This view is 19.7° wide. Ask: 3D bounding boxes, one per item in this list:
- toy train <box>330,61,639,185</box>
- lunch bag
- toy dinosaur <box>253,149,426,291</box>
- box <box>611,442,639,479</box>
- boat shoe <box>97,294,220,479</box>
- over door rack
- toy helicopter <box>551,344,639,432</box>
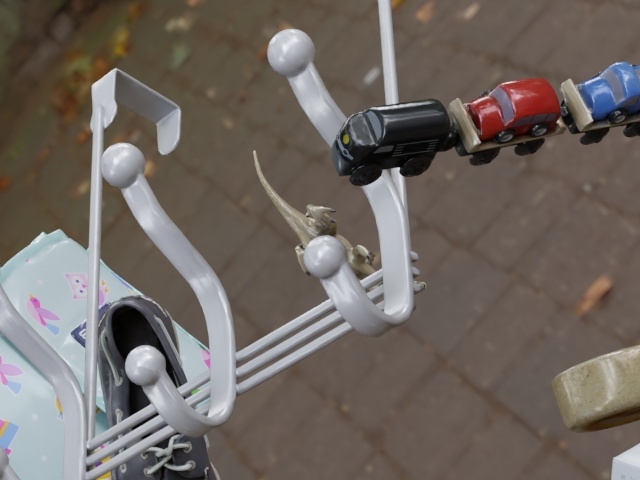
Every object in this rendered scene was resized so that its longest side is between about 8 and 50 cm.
[{"bbox_3d":[0.080,-0.052,0.760,0.036,0.158,0.027,111,142,-54],"label":"toy train"},{"bbox_3d":[-0.228,0.145,1.583,0.262,0.223,0.160,-50,-9,-15],"label":"lunch bag"},{"bbox_3d":[0.000,0.000,1.488,0.053,0.183,0.092,-52,-3,1],"label":"toy dinosaur"},{"bbox_3d":[0.318,0.247,1.374,0.182,0.181,0.119,17,25,39],"label":"box"},{"bbox_3d":[-0.113,0.136,1.243,0.075,0.206,0.065,-13,-11,0],"label":"boat shoe"},{"bbox_3d":[-0.060,-0.040,0.924,0.239,0.108,0.324,-31,32,31],"label":"over door rack"},{"bbox_3d":[0.311,0.052,1.105,0.355,0.140,0.235,-15,-12,0],"label":"toy helicopter"}]
